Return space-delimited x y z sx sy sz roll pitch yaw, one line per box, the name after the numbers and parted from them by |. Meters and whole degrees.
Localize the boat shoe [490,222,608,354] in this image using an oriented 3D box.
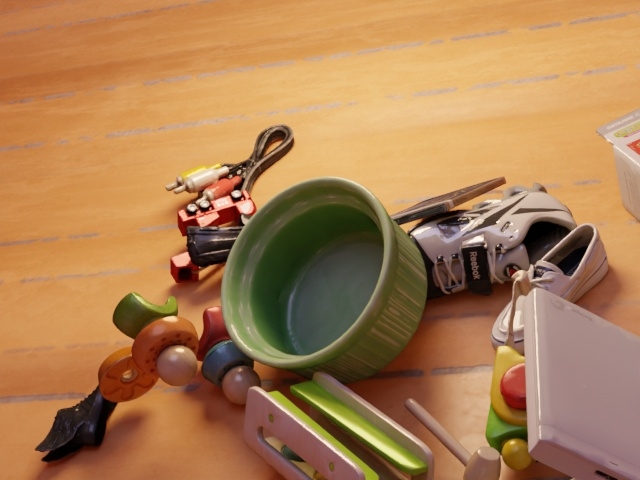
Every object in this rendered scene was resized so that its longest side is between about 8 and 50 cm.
0.336 0.068 2.085 0.095 0.084 0.258 15 47 39 | boat shoe

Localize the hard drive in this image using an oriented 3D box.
0.360 0.204 1.811 0.203 0.040 0.307 26 34 -11 | hard drive

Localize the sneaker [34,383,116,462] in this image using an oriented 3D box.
-0.376 0.273 2.169 0.089 0.051 0.170 -3 41 15 | sneaker

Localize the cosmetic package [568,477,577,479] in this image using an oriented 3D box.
0.255 0.389 1.690 0.231 0.085 0.117 -26 36 -8 | cosmetic package

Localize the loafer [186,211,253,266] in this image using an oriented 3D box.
-0.120 -0.012 2.377 0.223 0.078 0.076 -11 -7 -13 | loafer

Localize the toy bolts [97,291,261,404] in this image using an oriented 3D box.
-0.206 0.202 2.110 0.229 0.218 0.158 6 34 -39 | toy bolts

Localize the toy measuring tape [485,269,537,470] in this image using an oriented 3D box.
0.302 0.174 1.915 0.121 0.121 0.330 -3 46 21 | toy measuring tape

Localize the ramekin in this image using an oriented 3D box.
0.013 0.070 2.090 0.303 0.148 0.303 -17 58 29 | ramekin

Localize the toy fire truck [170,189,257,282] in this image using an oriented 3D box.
-0.189 -0.009 2.452 0.192 0.047 0.135 -18 53 -19 | toy fire truck

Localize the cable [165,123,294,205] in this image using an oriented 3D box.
-0.144 -0.139 2.603 0.287 0.072 0.139 -38 44 -25 | cable

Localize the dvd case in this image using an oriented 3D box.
0.185 -0.058 2.264 0.165 0.018 0.221 -17 4 34 | dvd case

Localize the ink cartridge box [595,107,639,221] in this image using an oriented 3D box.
0.632 -0.133 2.181 0.310 0.130 0.272 -23 34 -7 | ink cartridge box

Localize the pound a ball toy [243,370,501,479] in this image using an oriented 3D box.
0.065 0.299 1.890 0.208 0.135 0.319 -10 26 -34 | pound a ball toy

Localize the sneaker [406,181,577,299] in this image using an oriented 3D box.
0.250 0.019 2.159 0.331 0.122 0.146 -28 34 -12 | sneaker
